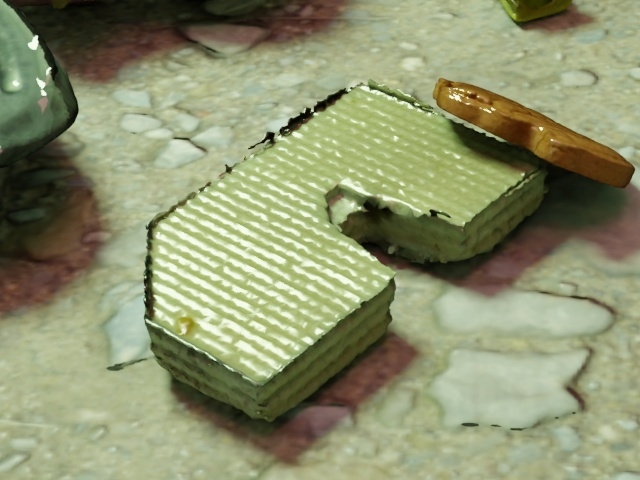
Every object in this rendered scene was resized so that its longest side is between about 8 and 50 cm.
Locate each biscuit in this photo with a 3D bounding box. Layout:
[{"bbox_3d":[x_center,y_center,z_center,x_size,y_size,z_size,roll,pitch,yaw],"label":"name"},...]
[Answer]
[{"bbox_3d":[0.000,0.000,1.052,0.147,0.046,0.250,25,45,32],"label":"biscuit"},{"bbox_3d":[0.120,-0.064,1.104,0.130,0.019,0.102,30,11,36],"label":"biscuit"}]

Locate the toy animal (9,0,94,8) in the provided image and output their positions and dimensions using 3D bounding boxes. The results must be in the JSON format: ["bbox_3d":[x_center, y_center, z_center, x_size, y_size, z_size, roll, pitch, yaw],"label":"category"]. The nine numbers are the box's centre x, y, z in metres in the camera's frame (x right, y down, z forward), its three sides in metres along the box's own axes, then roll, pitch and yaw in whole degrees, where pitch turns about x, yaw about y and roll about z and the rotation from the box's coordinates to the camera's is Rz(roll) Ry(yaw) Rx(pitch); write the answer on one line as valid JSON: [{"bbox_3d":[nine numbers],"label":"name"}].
[{"bbox_3d":[-0.127,-0.232,1.296,0.281,0.169,0.195,-7,59,-2],"label":"toy animal"}]

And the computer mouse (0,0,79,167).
[{"bbox_3d":[-0.290,-0.104,1.180,0.203,0.114,0.374,-25,46,-30],"label":"computer mouse"}]

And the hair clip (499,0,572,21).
[{"bbox_3d":[0.117,-0.208,1.327,0.072,0.046,0.173,-15,38,-18],"label":"hair clip"}]
